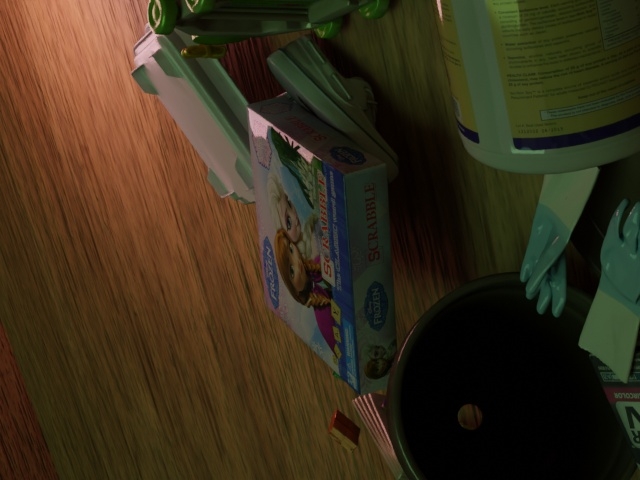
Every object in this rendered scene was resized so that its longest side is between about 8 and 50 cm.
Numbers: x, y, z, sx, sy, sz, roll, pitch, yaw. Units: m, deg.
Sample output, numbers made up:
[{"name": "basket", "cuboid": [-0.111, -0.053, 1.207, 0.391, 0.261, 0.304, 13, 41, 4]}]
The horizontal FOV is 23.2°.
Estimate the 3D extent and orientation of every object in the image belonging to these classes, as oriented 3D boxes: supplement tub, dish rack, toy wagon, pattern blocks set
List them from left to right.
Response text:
[{"name": "dish rack", "cuboid": [-0.172, -0.187, 2.347, 0.333, 0.072, 0.285, 54, 165, -8]}, {"name": "toy wagon", "cuboid": [-0.087, -0.302, 2.022, 0.344, 0.267, 0.068, -11, 83, 60]}, {"name": "pattern blocks set", "cuboid": [0.138, 0.283, 2.204, 0.325, 0.285, 0.026, 51, 123, 40]}, {"name": "supplement tub", "cuboid": [0.232, -0.260, 1.591, 0.241, 0.241, 0.331, 19, 131, 49]}]

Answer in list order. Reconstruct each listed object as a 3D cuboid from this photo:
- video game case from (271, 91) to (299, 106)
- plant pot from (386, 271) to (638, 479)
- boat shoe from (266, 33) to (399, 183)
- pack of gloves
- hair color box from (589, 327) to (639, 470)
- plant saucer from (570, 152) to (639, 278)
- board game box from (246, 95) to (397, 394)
[{"name": "video game case", "cuboid": [-0.019, -0.128, 2.310, 0.212, 0.023, 0.193, -19, 100, 59]}, {"name": "plant pot", "cuboid": [0.225, 0.217, 2.010, 0.323, 0.323, 0.280, 58, 168, 4]}, {"name": "boat shoe", "cuboid": [0.033, -0.186, 2.115, 0.258, 0.084, 0.095, 48, 171, 20]}, {"name": "pack of gloves", "cuboid": [0.295, 0.026, 1.782, 0.195, 0.046, 0.232, 44, 139, 40]}, {"name": "hair color box", "cuboid": [0.468, 0.259, 1.830, 0.174, 0.105, 0.347, -11, 107, 59]}, {"name": "plant saucer", "cuboid": [0.364, -0.033, 1.767, 0.278, 0.041, 0.278, 42, 152, 29]}, {"name": "board game box", "cuboid": [0.000, 0.000, 2.114, 0.318, 0.066, 0.319, -142, 42, -58]}]
